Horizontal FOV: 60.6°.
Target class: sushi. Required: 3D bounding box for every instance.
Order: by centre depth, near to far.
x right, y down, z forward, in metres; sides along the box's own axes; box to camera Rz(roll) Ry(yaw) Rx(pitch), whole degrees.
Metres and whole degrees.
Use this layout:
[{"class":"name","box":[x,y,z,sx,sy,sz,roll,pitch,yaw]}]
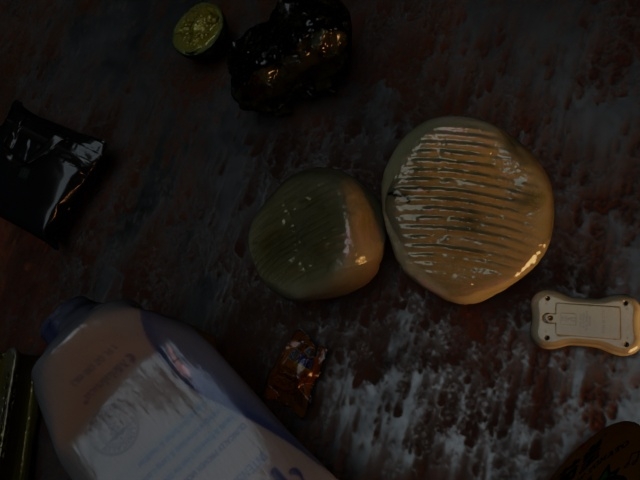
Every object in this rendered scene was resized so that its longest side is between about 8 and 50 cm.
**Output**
[{"class":"sushi","box":[-0.039,-0.275,0.844,0.213,0.147,0.114,-23,74,29]}]

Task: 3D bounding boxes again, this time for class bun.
[{"class":"bun","box":[0.185,-0.040,0.702,0.210,0.116,0.237,-4,95,10]},{"class":"bun","box":[0.000,0.000,0.748,0.193,0.128,0.178,-29,65,30]}]

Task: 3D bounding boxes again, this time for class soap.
[{"class":"soap","box":[-0.520,0.292,0.862,0.135,0.076,0.233,-8,71,17]}]

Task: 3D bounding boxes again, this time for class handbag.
[{"class":"handbag","box":[-0.510,-0.124,0.975,0.254,0.089,0.211,23,88,22]}]

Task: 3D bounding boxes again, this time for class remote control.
[{"class":"remote control","box":[0.318,0.099,0.662,0.122,0.032,0.074,3,75,20]}]

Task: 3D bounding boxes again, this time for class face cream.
[{"class":"face cream","box":[-0.181,0.233,0.650,0.235,0.137,0.420,-43,78,-10]}]

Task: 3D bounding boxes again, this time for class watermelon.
[{"class":"watermelon","box":[-0.202,-0.357,0.953,0.106,0.062,0.105,-8,72,24]}]

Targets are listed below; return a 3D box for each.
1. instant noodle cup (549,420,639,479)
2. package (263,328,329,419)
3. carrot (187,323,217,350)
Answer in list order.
[{"class":"instant noodle cup","box":[0.310,0.310,0.517,0.172,0.216,0.215,35,87,15]},{"class":"package","box":[-0.032,0.183,0.754,0.077,0.033,0.110,26,88,14]},{"class":"carrot","box":[-0.171,0.269,0.736,0.114,0.114,0.301,-19,65,12]}]
